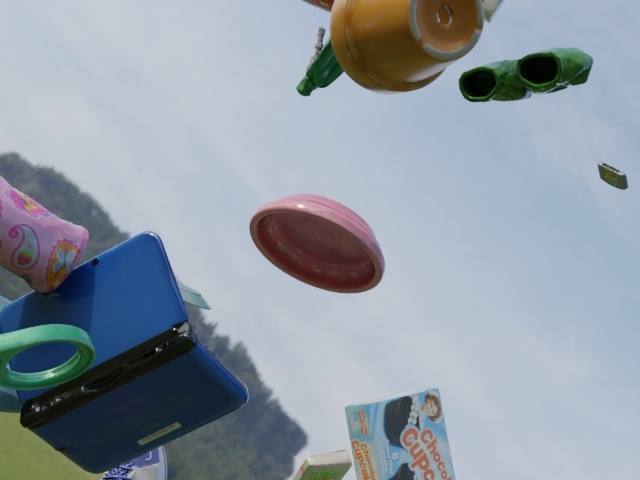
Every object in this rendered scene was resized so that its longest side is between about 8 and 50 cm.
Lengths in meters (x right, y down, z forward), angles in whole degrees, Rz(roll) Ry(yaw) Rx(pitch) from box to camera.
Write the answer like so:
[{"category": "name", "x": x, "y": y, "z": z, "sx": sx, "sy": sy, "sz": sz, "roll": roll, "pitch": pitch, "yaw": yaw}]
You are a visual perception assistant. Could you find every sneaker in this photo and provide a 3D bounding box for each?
[{"category": "sneaker", "x": -0.433, "y": 0.554, "z": 1.843, "sx": 0.127, "sy": 0.315, "sz": 0.182, "roll": 6, "pitch": -18, "yaw": 23}]

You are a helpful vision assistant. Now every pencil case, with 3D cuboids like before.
[{"category": "pencil case", "x": -0.462, "y": -0.034, "z": 1.231, "sx": 0.284, "sy": 0.124, "sz": 0.124, "roll": 39, "pitch": -16, "yaw": -35}]

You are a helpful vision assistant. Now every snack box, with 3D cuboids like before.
[{"category": "snack box", "x": 0.153, "y": 0.427, "z": 1.534, "sx": 0.060, "sy": 0.187, "sz": 0.322, "roll": -18, "pitch": -101, "yaw": 48}]

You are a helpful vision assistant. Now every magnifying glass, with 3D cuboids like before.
[{"category": "magnifying glass", "x": -0.322, "y": 0.112, "z": 0.838, "sx": 0.092, "sy": 0.231, "sz": 0.026, "roll": -49, "pitch": -130, "yaw": 34}]

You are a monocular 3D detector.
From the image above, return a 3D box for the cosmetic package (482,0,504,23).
[{"category": "cosmetic package", "x": 0.383, "y": -0.584, "z": 1.861, "sx": 0.099, "sy": 0.239, "sz": 0.060, "roll": 34, "pitch": 1, "yaw": 5}]

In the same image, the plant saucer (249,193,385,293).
[{"category": "plant saucer", "x": 0.000, "y": 0.000, "z": 2.072, "sx": 0.332, "sy": 0.084, "sz": 0.332, "roll": 19, "pitch": -30, "yaw": 12}]

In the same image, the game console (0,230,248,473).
[{"category": "game console", "x": -0.291, "y": 0.172, "z": 1.317, "sx": 0.250, "sy": 0.293, "sz": 0.173, "roll": 53, "pitch": 16, "yaw": -38}]

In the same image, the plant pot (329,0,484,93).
[{"category": "plant pot", "x": 0.143, "y": -0.327, "z": 1.344, "sx": 0.205, "sy": 0.205, "sz": 0.188, "roll": 50, "pitch": -13, "yaw": -20}]

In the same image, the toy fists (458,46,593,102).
[{"category": "toy fists", "x": 0.434, "y": -0.344, "z": 1.871, "sx": 0.279, "sy": 0.142, "sz": 0.096, "roll": -6, "pitch": -77, "yaw": 48}]

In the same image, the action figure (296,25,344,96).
[{"category": "action figure", "x": 0.030, "y": -0.379, "z": 1.748, "sx": 0.063, "sy": 0.232, "sz": 0.137, "roll": 37, "pitch": 0, "yaw": 31}]

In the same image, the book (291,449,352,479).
[{"category": "book", "x": -0.011, "y": 0.468, "z": 1.744, "sx": 0.144, "sy": 0.096, "sz": 0.035, "roll": -63, "pitch": -142, "yaw": 36}]

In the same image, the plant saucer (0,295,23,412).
[{"category": "plant saucer", "x": -0.544, "y": 0.155, "z": 1.424, "sx": 0.318, "sy": 0.043, "sz": 0.317, "roll": 31, "pitch": 13, "yaw": -8}]

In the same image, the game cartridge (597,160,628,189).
[{"category": "game cartridge", "x": 0.696, "y": -0.153, "z": 2.124, "sx": 0.083, "sy": 0.017, "sz": 0.056, "roll": 40, "pitch": -15, "yaw": 49}]

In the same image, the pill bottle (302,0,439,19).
[{"category": "pill bottle", "x": 0.113, "y": -0.634, "z": 2.137, "sx": 0.408, "sy": 0.229, "sz": 0.229, "roll": 36, "pitch": -19, "yaw": 44}]

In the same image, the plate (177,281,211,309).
[{"category": "plate", "x": -0.301, "y": 0.093, "z": 1.787, "sx": 0.188, "sy": 0.024, "sz": 0.188, "roll": 24, "pitch": -2, "yaw": 1}]
